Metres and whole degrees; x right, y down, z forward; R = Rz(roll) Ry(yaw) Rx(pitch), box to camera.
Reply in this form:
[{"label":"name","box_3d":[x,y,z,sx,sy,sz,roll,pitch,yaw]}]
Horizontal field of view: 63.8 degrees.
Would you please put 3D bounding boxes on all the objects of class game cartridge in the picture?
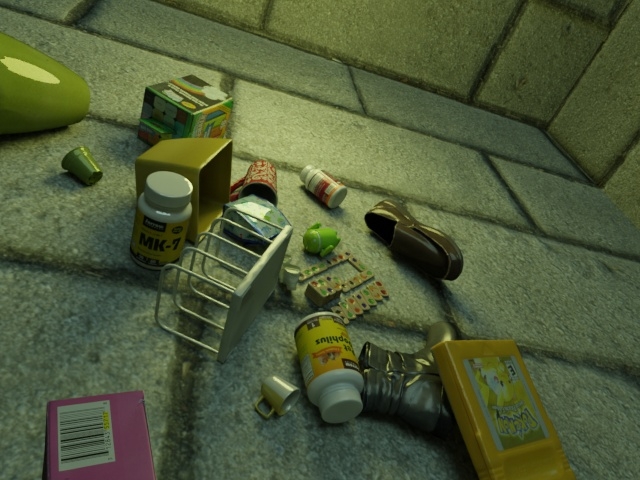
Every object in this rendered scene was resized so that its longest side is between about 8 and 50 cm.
[{"label":"game cartridge","box_3d":[0.390,0.368,1.087,0.285,0.052,0.324,8,52,-39]}]

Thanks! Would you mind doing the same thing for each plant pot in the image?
[{"label":"plant pot","box_3d":[-0.357,-0.151,1.331,0.187,0.212,0.212,15,34,7]},{"label":"plant pot","box_3d":[-0.611,-0.187,1.334,0.079,0.083,0.083,45,38,7]},{"label":"plant pot","box_3d":[-0.791,-0.406,1.380,0.275,0.275,0.293,41,23,23]}]

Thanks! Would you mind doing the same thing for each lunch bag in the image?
[{"label":"lunch bag","box_3d":[-0.172,-0.047,1.382,0.151,0.096,0.129,27,33,22]}]

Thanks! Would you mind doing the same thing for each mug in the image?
[{"label":"mug","box_3d":[-0.195,-0.167,1.517,0.150,0.113,0.169,17,32,-13]},{"label":"mug","box_3d":[-0.088,0.300,1.004,0.064,0.062,0.078,33,28,27]}]

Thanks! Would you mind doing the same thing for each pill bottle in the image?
[{"label":"pill bottle","box_3d":[-0.360,-0.045,1.166,0.119,0.208,0.119,15,35,-11]},{"label":"pill bottle","box_3d":[0.007,-0.179,1.670,0.152,0.086,0.086,41,38,22]},{"label":"pill bottle","box_3d":[0.019,0.261,1.065,0.117,0.117,0.215,7,38,-23]}]

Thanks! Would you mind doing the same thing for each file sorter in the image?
[{"label":"file sorter","box_3d":[-0.204,0.077,1.117,0.173,0.193,0.278,24,34,6]}]

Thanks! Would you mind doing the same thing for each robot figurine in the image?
[{"label":"robot figurine","box_3d":[0.000,0.000,1.445,0.115,0.067,0.101,-5,56,-35]}]

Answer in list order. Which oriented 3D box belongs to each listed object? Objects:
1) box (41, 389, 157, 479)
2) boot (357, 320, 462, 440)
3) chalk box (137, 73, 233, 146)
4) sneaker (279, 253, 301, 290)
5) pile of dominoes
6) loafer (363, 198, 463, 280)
[{"label":"box","box_3d":[-0.286,0.354,0.651,0.117,0.243,0.213,1,41,-29]},{"label":"boot","box_3d":[0.198,0.271,1.169,0.222,0.118,0.338,20,30,3]},{"label":"chalk box","box_3d":[-0.435,-0.372,1.588,0.180,0.179,0.289,32,36,9]},{"label":"sneaker","box_3d":[-0.093,0.077,1.307,0.053,0.061,0.152,0,22,-19]},{"label":"pile of dominoes","box_3d":[0.069,0.109,1.365,0.196,0.040,0.251,41,38,23]},{"label":"loafer","box_3d":[0.264,0.010,1.553,0.130,0.134,0.366,-16,41,-38]}]
